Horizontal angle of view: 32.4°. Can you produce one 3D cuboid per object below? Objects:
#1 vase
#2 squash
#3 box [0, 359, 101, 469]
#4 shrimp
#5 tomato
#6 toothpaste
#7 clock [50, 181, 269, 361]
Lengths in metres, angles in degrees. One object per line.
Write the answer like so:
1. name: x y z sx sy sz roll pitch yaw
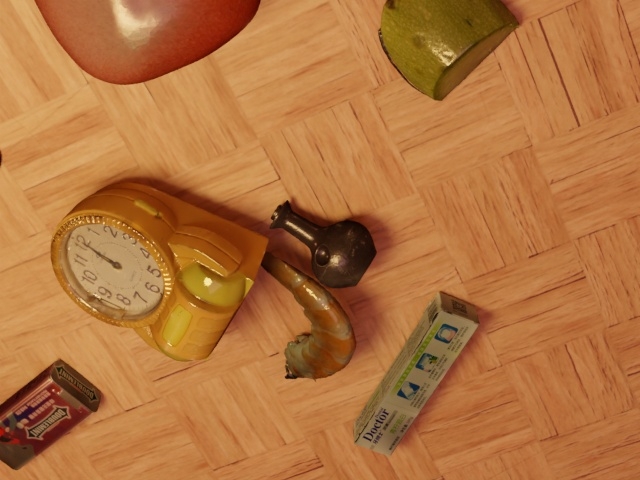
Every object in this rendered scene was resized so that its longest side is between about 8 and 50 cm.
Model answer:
1. vase: 0.000 0.000 1.838 0.183 0.120 0.120 32 116 2
2. squash: 0.182 -0.308 1.664 0.184 0.085 0.192 36 112 -20
3. box: -0.525 0.326 2.041 0.224 0.069 0.120 -39 114 20
4. shrimp: -0.025 0.137 1.891 0.185 0.068 0.287 4 131 41
5. tomato: -0.246 -0.384 1.510 0.342 0.272 0.341 0 121 0
6. toothpaste: 0.167 0.246 1.998 0.081 0.067 0.336 22 118 -13
7. clock: -0.275 0.040 1.802 0.317 0.200 0.244 29 125 -2
